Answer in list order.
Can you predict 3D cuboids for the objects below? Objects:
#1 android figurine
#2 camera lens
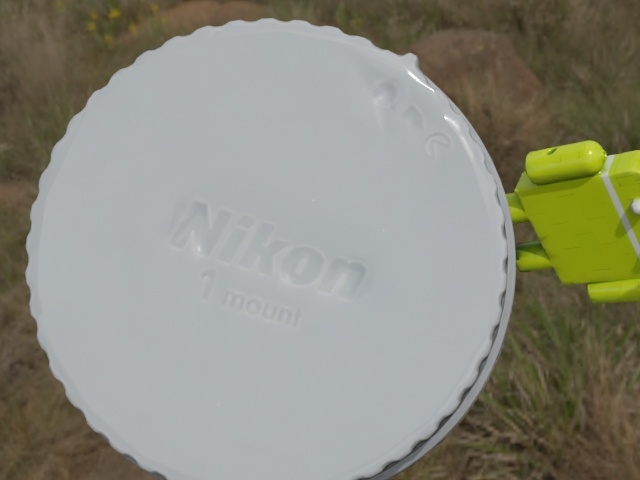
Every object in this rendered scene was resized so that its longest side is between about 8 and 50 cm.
[{"bbox_3d":[0.354,-0.022,1.316,0.272,0.248,0.056,-6,37,38],"label":"android figurine"},{"bbox_3d":[-0.016,0.020,0.557,0.219,0.220,0.274,-10,-6,2],"label":"camera lens"}]
